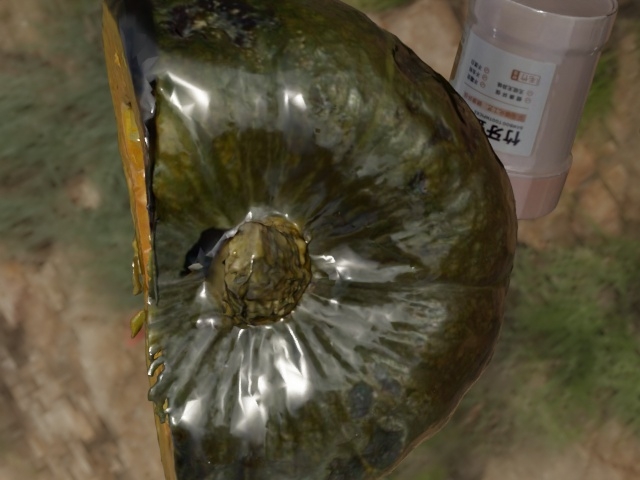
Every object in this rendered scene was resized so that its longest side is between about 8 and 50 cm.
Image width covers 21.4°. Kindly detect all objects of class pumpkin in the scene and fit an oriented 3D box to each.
[{"bbox_3d":[0.000,0.000,0.958,0.242,0.232,0.325,-121,23,-76],"label":"pumpkin"}]

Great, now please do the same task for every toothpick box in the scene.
[{"bbox_3d":[0.132,-0.101,1.134,0.098,0.098,0.149,32,123,30],"label":"toothpick box"}]
